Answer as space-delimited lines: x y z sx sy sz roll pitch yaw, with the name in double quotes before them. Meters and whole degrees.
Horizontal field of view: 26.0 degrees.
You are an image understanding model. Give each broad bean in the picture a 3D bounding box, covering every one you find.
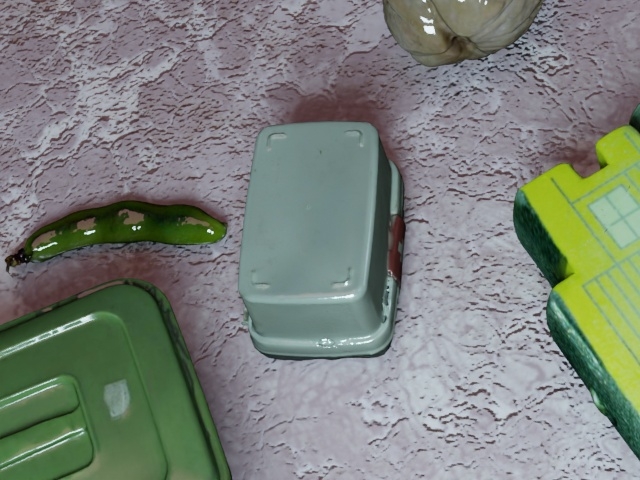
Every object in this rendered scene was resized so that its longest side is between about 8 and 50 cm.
"broad bean" -0.203 -0.006 1.379 0.227 0.039 0.069 -11 52 6

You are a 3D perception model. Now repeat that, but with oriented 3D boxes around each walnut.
"walnut" 0.148 -0.282 1.395 0.178 0.178 0.230 0 50 12

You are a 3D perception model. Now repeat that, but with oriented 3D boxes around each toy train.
"toy train" 0.346 0.069 1.146 0.272 0.179 0.442 -32 60 0

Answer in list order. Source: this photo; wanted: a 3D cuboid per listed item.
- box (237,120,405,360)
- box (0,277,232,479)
"box" 0.000 0.000 1.277 0.148 0.129 0.210 -2 60 12
"box" -0.235 0.212 1.180 0.329 0.178 0.252 -23 56 0
